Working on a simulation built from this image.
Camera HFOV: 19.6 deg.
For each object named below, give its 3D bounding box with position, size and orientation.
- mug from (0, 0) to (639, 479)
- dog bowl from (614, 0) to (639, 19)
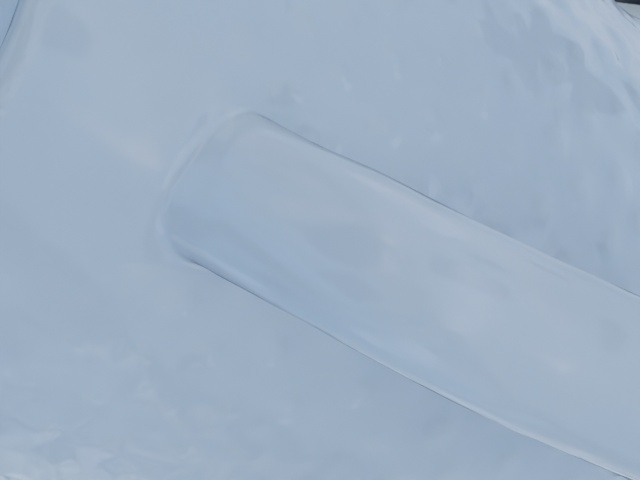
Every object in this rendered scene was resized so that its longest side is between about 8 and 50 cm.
[{"bbox_3d":[0.000,0.000,0.628,0.328,0.374,0.276,27,-91,-43],"label":"mug"},{"bbox_3d":[0.129,-0.035,1.150,0.408,0.408,0.150,23,-111,-65],"label":"dog bowl"}]
